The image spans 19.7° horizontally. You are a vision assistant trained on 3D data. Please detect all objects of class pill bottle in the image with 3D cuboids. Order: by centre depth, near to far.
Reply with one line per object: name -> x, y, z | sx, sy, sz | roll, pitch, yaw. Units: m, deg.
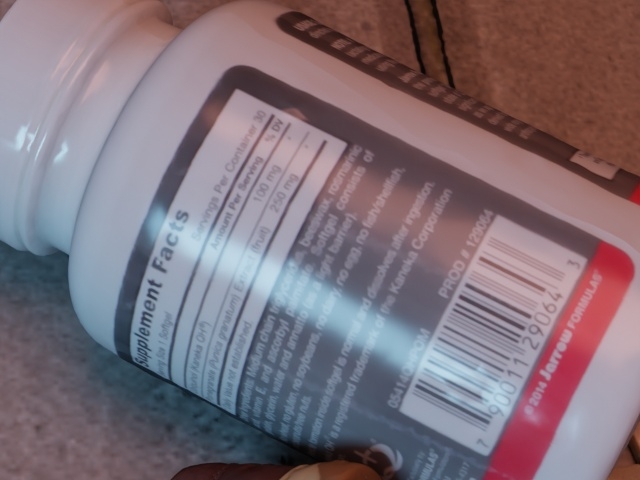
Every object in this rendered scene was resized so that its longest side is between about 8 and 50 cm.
pill bottle -> 0.000, 0.000, 0.819 | 0.318, 0.176, 0.176 | 27, 53, 10

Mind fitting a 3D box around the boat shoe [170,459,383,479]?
boat shoe -> -0.079, 0.228, 0.696 | 0.123, 0.123, 0.342 | 6, 56, 28

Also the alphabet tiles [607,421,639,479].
alphabet tiles -> 0.268, 0.186, 0.858 | 0.285, 0.011, 0.342 | -9, 58, -19
